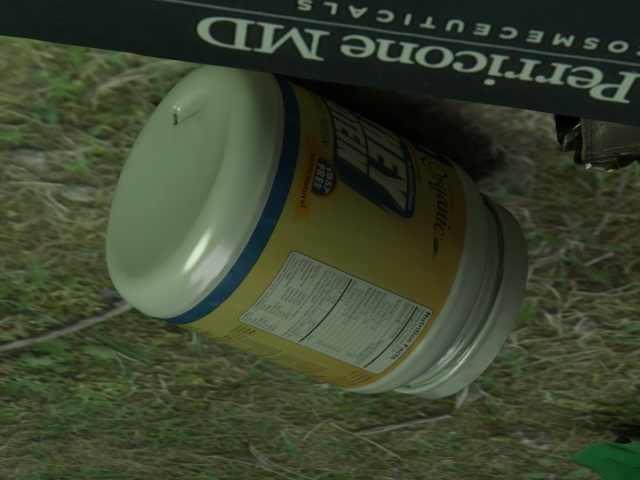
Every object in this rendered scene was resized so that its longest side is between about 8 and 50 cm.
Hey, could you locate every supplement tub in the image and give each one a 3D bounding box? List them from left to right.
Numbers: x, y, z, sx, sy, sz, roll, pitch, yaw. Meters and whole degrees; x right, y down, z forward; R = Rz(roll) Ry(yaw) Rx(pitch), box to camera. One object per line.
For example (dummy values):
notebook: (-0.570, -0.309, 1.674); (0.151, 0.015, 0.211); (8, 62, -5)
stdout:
supplement tub: (0.000, 0.000, 0.844); (0.200, 0.144, 0.144); (23, 149, -30)

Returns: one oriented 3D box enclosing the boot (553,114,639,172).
boot: (0.208, -0.062, 0.609); (0.229, 0.091, 0.263); (-9, 145, 13)

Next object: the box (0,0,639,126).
box: (-0.006, -0.226, 0.335); (0.293, 0.212, 0.395); (7, 154, -3)

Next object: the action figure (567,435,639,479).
action figure: (0.296, 0.145, 1.148); (0.137, 0.063, 0.232); (15, 156, -11)
